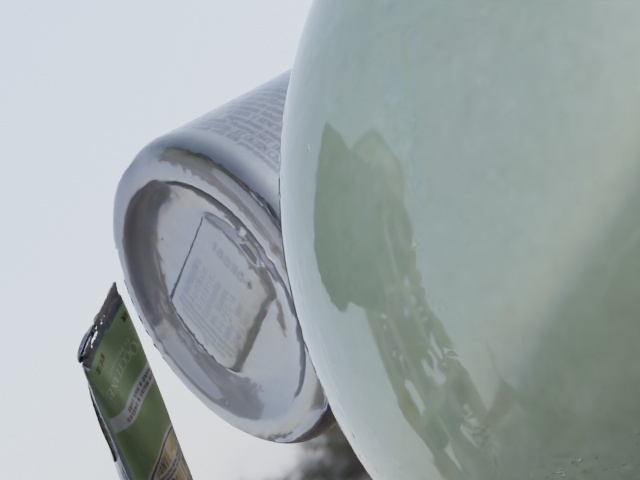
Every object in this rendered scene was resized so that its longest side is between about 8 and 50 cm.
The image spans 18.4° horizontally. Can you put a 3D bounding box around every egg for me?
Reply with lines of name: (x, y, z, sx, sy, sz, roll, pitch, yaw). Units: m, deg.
egg: (0.081, -0.017, 0.556, 0.186, 0.186, 0.253, 111, 161, -67)

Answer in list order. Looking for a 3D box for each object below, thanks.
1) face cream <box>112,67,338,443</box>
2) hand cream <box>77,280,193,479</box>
face cream: (0.000, 0.000, 1.042, 0.153, 0.177, 0.177, -28, -18, -34)
hand cream: (-0.137, 0.149, 1.512, 0.086, 0.055, 0.235, -72, -27, -51)
